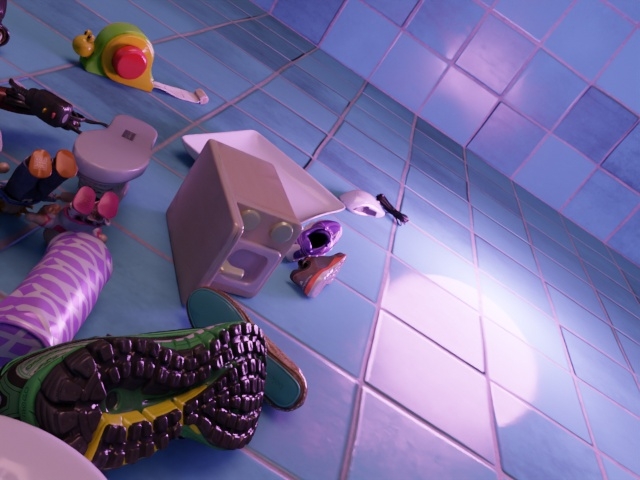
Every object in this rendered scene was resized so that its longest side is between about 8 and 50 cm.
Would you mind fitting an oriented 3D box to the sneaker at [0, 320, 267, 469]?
[{"bbox_3d":[-0.168,0.140,0.668,0.146,0.134,0.343,0,-11,28],"label":"sneaker"}]

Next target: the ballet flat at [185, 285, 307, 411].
[{"bbox_3d":[-0.095,0.142,0.860,0.206,0.073,0.067,46,-1,17],"label":"ballet flat"}]

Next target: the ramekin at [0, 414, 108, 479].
[{"bbox_3d":[-0.240,0.235,0.396,0.277,0.135,0.277,29,24,-14],"label":"ramekin"}]

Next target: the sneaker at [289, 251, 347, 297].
[{"bbox_3d":[-0.004,0.044,1.149,0.065,0.061,0.158,33,23,11],"label":"sneaker"}]

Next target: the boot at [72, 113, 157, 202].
[{"bbox_3d":[-0.294,-0.089,0.920,0.095,0.123,0.258,26,17,-10],"label":"boot"}]

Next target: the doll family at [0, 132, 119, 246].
[{"bbox_3d":[-0.370,-0.067,0.770,0.263,0.163,0.118,13,65,-41],"label":"doll family"}]

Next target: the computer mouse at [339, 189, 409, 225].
[{"bbox_3d":[0.124,-0.087,1.570,0.193,0.042,0.106,7,37,-46],"label":"computer mouse"}]

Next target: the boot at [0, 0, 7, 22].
[{"bbox_3d":[-0.631,-0.341,0.853,0.284,0.138,0.377,14,26,3],"label":"boot"}]

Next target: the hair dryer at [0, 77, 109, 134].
[{"bbox_3d":[-0.462,-0.192,0.930,0.293,0.080,0.223,21,-1,-4],"label":"hair dryer"}]

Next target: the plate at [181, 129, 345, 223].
[{"bbox_3d":[-0.112,-0.119,1.321,0.278,0.045,0.277,41,25,12],"label":"plate"}]

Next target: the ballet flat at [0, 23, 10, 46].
[{"bbox_3d":[-0.590,-0.342,1.085,0.074,0.074,0.203,37,22,3],"label":"ballet flat"}]

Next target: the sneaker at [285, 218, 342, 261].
[{"bbox_3d":[0.000,0.000,1.197,0.170,0.071,0.068,-28,102,-58],"label":"sneaker"}]

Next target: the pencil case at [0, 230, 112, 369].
[{"bbox_3d":[-0.294,0.063,0.709,0.088,0.086,0.206,-1,25,2],"label":"pencil case"}]

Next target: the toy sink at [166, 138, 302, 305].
[{"bbox_3d":[-0.127,-0.014,0.980,0.131,0.153,0.234,20,27,-31],"label":"toy sink"}]

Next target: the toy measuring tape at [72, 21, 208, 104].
[{"bbox_3d":[-0.358,-0.378,1.395,0.330,0.121,0.121,8,35,-45],"label":"toy measuring tape"}]
